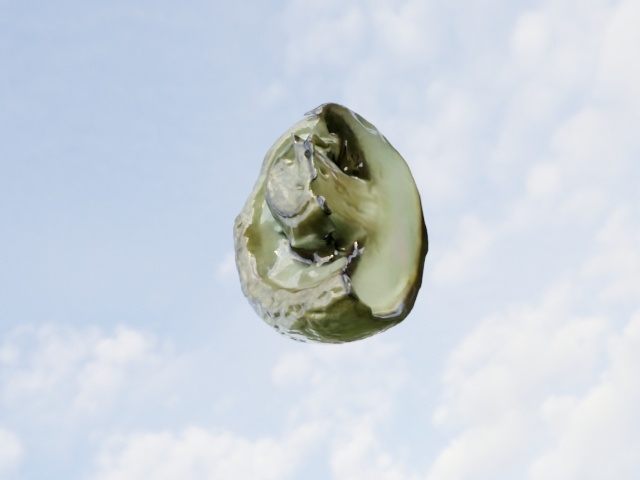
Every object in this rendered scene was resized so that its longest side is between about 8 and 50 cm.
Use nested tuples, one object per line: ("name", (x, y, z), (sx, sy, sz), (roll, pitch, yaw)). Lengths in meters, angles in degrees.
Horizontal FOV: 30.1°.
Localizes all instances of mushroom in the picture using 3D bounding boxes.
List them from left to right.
("mushroom", (0.005, -0.001, 1.315), (0.164, 0.267, 0.189), (-30, -27, 33))
